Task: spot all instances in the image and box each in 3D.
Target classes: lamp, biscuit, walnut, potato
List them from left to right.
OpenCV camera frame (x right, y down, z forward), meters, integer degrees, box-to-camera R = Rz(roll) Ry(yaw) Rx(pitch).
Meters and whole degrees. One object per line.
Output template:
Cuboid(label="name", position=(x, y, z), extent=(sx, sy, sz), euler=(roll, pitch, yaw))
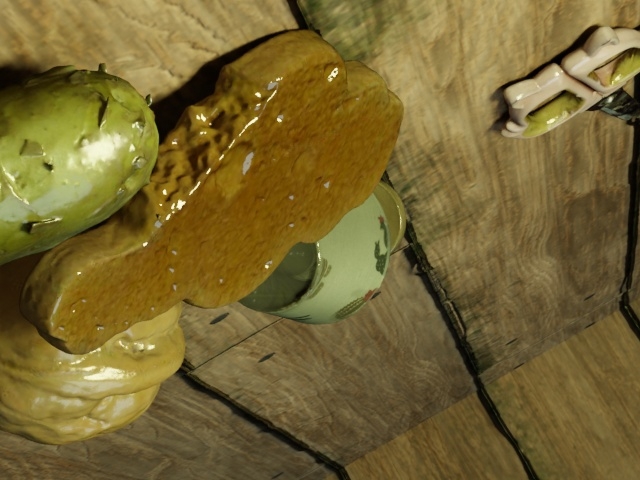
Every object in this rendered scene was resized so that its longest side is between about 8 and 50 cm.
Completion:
Cuboid(label="potato", position=(-0.190, -0.025, 1.002), extent=(0.225, 0.090, 0.117), euler=(-22, 172, -1))
Cuboid(label="walnut", position=(-0.165, 0.058, 1.252), extent=(0.166, 0.149, 0.166), euler=(-34, 140, -35))
Cuboid(label="biscuit", position=(-0.061, -0.029, 1.186), extent=(0.320, 0.047, 0.183), euler=(-40, 147, -32))
Cuboid(label="lamp", position=(0.000, 0.000, 1.414), extent=(0.121, 0.121, 0.215), euler=(-34, 174, 19))

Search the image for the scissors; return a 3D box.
Cuboid(label="scissors", position=(0.240, -0.126, 1.632), extent=(0.160, 0.024, 0.317), euler=(-34, 165, 16))
